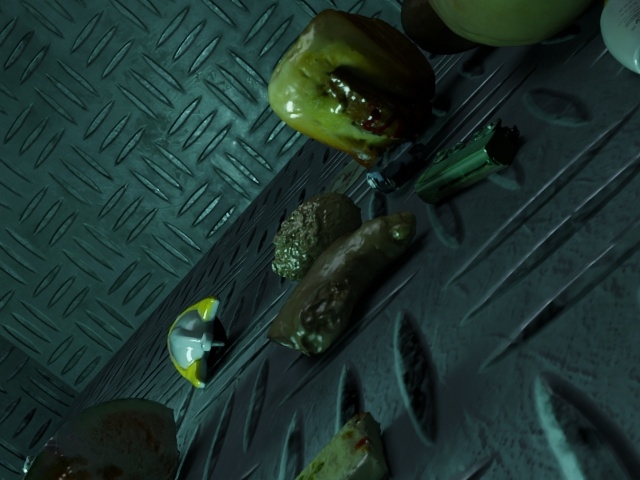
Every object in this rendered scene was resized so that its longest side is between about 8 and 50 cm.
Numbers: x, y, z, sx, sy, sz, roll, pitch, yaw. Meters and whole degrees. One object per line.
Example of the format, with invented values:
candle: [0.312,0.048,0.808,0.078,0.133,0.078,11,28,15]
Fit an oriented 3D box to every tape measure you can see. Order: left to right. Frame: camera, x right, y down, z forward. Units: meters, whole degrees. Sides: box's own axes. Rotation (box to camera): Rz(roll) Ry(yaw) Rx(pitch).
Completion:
tape measure: [0.112,-0.109,1.029,0.091,0.054,0.094,-44,13,-5]

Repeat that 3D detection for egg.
egg: [0.000,0.000,0.935,0.140,0.118,0.116,-60,11,9]

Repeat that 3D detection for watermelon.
watermelon: [-0.309,0.341,0.840,0.188,0.175,0.322,-42,12,28]

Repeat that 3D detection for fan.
fan: [0.006,-0.094,1.512,0.329,0.009,0.191,-33,20,47]

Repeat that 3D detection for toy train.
toy train: [0.169,-0.091,0.789,0.071,0.038,0.148,-58,14,-28]

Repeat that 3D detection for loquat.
loquat: [0.250,-0.422,1.212,0.227,0.179,0.179,-30,13,3]

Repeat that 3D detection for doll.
doll: [-0.230,0.181,1.279,0.146,0.103,0.316,-56,7,-15]

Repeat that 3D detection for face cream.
face cream: [0.291,-0.195,0.620,0.072,0.051,0.182,-44,13,31]

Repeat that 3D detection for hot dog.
hot dog: [0.080,-0.245,1.147,0.185,0.223,0.405,-47,-3,23]

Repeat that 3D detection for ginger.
ginger: [0.023,0.044,0.813,0.213,0.074,0.137,-54,20,-5]

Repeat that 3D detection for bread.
bread: [-0.008,0.201,0.521,0.154,0.028,0.068,-49,13,11]

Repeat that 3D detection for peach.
peach: [0.246,-0.388,0.869,0.292,0.247,0.293,-28,54,49]
